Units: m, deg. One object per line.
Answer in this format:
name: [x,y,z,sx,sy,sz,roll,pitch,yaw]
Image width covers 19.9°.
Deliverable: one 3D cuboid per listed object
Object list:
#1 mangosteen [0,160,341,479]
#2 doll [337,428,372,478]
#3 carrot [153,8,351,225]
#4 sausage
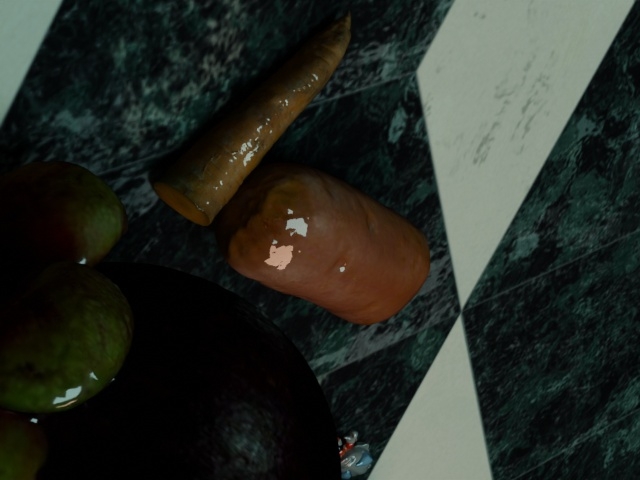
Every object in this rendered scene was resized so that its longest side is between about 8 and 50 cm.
mangosteen: [-0.193,0.158,1.312,0.382,0.382,0.435,-43,107,-17]
doll: [0.029,0.224,1.892,0.057,0.039,0.114,-59,144,-2]
carrot: [-0.042,-0.105,1.501,0.224,0.057,0.057,-47,147,-17]
sausage: [0.000,0.000,1.592,0.113,0.113,0.259,-57,148,4]
